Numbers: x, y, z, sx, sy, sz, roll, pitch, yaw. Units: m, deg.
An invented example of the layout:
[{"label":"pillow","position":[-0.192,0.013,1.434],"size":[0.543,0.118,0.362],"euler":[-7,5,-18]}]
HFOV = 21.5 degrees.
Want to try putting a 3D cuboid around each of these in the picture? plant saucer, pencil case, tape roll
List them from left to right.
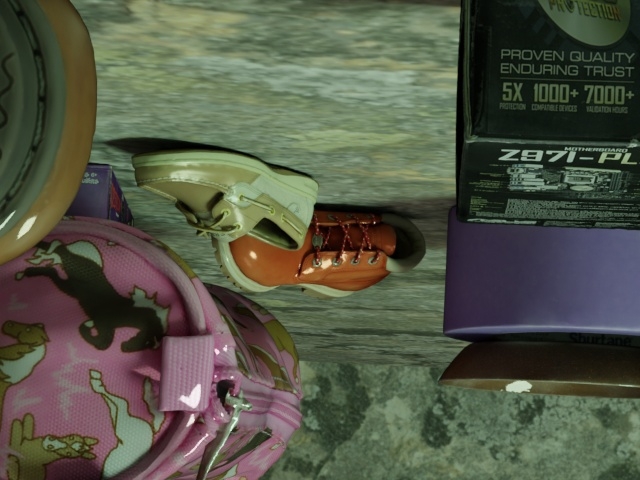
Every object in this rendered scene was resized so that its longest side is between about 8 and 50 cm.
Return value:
[{"label":"pencil case","position":[-0.108,0.083,1.024],"size":[0.160,0.167,0.386],"euler":[-34,171,1]},{"label":"plant saucer","position":[0.160,0.083,1.081],"size":[0.168,0.029,0.168],"euler":[3,172,0]},{"label":"tape roll","position":[0.172,0.025,1.050],"size":[0.189,0.080,0.189],"euler":[2,172,0]}]

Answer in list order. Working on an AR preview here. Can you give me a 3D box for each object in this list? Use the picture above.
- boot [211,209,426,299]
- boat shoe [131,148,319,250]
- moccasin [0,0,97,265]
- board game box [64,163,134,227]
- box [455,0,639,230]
[{"label":"boot","position":[0.000,0.000,1.061],"size":[0.085,0.059,0.158],"euler":[-14,167,35]},{"label":"boat shoe","position":[-0.049,-0.021,0.925],"size":[0.050,0.045,0.135],"euler":[-4,170,41]},{"label":"moccasin","position":[-0.236,-0.049,0.454],"size":[0.380,0.139,0.147],"euler":[2,173,15]},{"label":"board game box","position":[-0.296,-0.019,1.054],"size":[0.347,0.056,0.208],"euler":[3,176,-3]},{"label":"box","position":[0.132,-0.050,0.517],"size":[0.180,0.077,0.147],"euler":[2,172,5]}]
